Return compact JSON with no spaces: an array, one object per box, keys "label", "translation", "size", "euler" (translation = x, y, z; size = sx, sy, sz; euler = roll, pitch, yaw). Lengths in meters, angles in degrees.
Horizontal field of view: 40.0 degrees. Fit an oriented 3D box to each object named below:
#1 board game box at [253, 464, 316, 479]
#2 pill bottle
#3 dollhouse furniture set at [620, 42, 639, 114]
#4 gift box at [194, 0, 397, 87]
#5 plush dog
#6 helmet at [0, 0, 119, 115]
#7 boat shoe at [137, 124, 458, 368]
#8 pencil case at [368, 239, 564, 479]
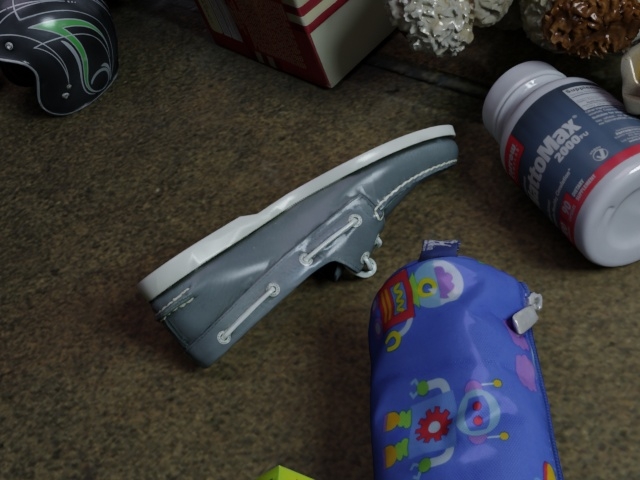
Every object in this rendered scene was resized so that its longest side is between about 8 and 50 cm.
[{"label":"board game box","translation":[-0.045,0.201,0.528],"size":[0.181,0.092,0.043],"euler":[-39,35,35]},{"label":"pill bottle","translation":[0.214,-0.072,0.732],"size":[0.108,0.108,0.180],"euler":[-27,44,-5]},{"label":"dollhouse furniture set","translation":[0.389,-0.194,0.683],"size":[0.197,0.151,0.301],"euler":[23,40,35]},{"label":"gift box","translation":[-0.023,-0.371,0.999],"size":[0.276,0.255,0.258],"euler":[33,68,35]},{"label":"plush dog","translation":[0.222,-0.251,0.808],"size":[0.225,0.211,0.262],"euler":[36,36,18]},{"label":"helmet","translation":[-0.337,-0.251,1.068],"size":[0.169,0.162,0.169],"euler":[-11,46,11]},{"label":"boat shoe","translation":[0.000,0.000,0.779],"size":[0.319,0.116,0.099],"euler":[-29,88,-16]},{"label":"pencil case","translation":[0.101,0.147,0.562],"size":[0.133,0.119,0.306],"euler":[-28,42,27]}]
